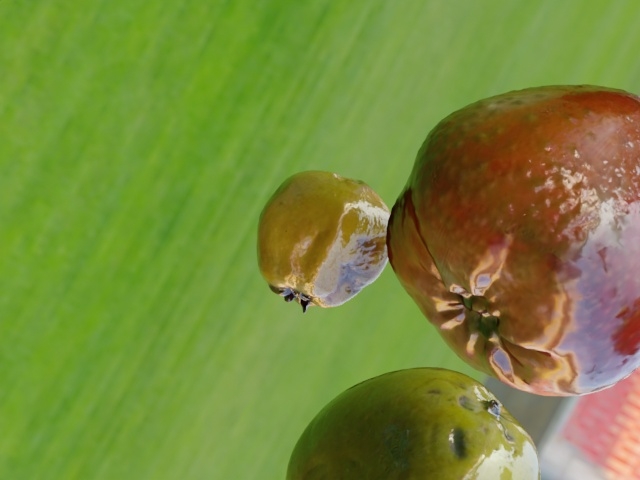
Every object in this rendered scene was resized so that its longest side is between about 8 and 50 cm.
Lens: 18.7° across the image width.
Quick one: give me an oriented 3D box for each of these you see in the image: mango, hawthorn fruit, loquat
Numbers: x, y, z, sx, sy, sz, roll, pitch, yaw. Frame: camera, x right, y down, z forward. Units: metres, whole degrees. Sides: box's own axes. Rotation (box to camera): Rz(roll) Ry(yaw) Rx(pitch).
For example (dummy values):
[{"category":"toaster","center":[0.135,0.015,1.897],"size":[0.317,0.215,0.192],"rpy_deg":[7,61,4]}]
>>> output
[{"category":"mango","center":[0.049,0.150,1.218],"size":[0.098,0.195,0.137],"rpy_deg":[15,67,-44]},{"category":"hawthorn fruit","center":[0.210,-0.004,1.670],"size":[0.300,0.275,0.275],"rpy_deg":[-18,146,-33]},{"category":"loquat","center":[0.000,0.000,1.843],"size":[0.137,0.137,0.113],"rpy_deg":[-62,-170,0]}]
